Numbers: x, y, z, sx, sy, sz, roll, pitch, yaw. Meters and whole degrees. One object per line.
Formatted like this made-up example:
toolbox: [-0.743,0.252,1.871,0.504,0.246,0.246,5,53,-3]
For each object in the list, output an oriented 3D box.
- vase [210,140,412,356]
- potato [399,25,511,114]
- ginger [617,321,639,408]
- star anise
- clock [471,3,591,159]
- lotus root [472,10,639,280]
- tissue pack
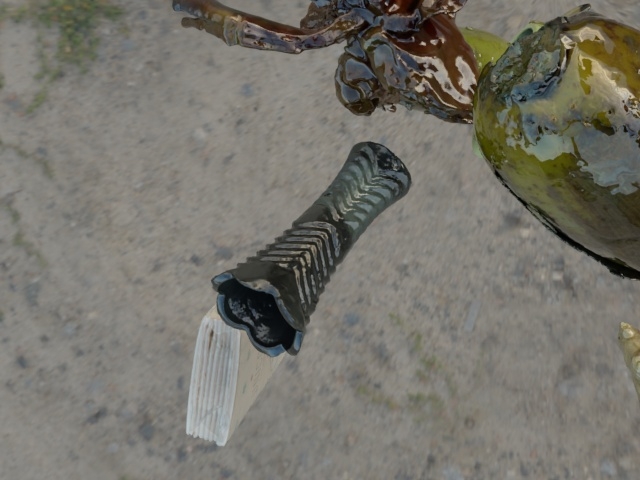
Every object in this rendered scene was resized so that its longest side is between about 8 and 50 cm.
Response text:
vase: [0.000,0.000,1.220,0.115,0.237,0.115,27,146,20]
potato: [0.171,-0.221,1.555,0.149,0.251,0.113,-22,69,42]
ginger: [0.464,0.212,1.627,0.148,0.333,0.081,33,116,-21]
star anise: [0.019,-0.214,1.210,0.346,0.237,0.148,15,60,0]
clock: [0.288,-0.220,1.610,0.069,0.170,0.232,25,139,-9]
lotus root: [0.287,-0.074,1.080,0.196,0.397,0.179,-14,59,41]
tissue pack: [-0.102,0.135,1.621,0.071,0.325,0.170,13,108,9]
